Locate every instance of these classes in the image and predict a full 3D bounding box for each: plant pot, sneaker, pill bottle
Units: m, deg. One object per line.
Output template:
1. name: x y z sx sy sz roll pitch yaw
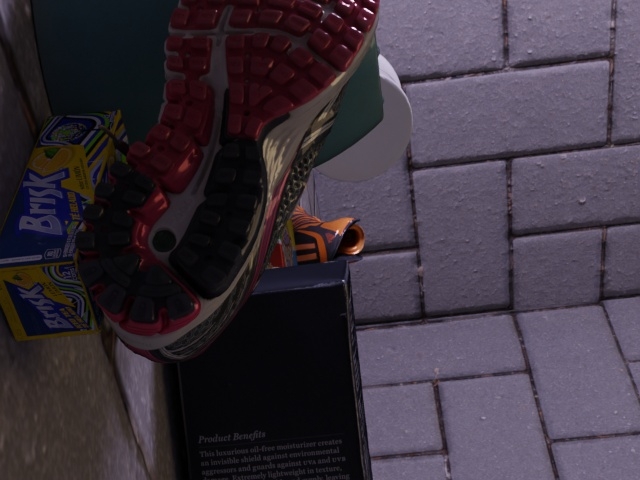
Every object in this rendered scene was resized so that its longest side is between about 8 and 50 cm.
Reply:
1. plant pot: -0.072 -0.174 0.821 0.293 0.235 0.292 -6 90 -87
2. sneaker: -0.057 -0.065 0.632 0.112 0.121 0.299 90 25 -64
3. pill bottle: 0.014 -0.259 1.757 0.392 0.224 0.224 -119 -162 -61
4. sneaker: 0.000 0.000 2.020 0.321 0.180 0.124 -84 168 -72

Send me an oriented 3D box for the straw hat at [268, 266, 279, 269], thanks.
1. straw hat: -0.095 0.083 1.308 0.061 0.144 0.144 34 -30 34

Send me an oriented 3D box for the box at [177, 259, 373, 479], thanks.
1. box: -0.040 0.181 1.084 0.296 0.183 0.293 -52 137 -87

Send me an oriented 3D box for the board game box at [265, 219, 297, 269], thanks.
1. board game box: -0.084 0.004 1.629 0.242 0.064 0.316 -76 159 -79

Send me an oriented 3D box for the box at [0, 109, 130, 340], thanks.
1. box: -0.157 -0.015 0.631 0.169 0.054 0.059 -92 175 -53
